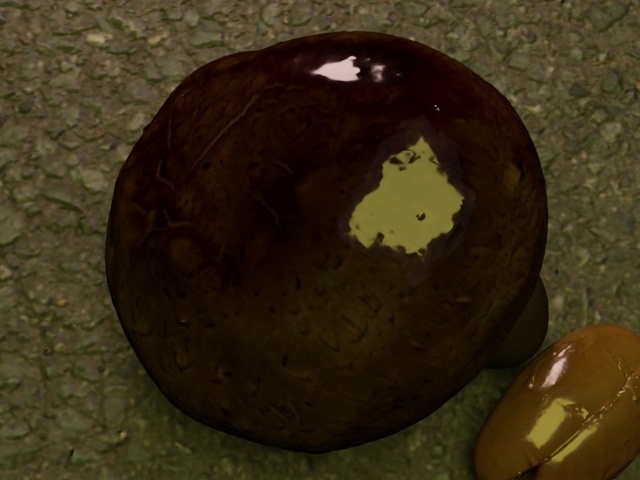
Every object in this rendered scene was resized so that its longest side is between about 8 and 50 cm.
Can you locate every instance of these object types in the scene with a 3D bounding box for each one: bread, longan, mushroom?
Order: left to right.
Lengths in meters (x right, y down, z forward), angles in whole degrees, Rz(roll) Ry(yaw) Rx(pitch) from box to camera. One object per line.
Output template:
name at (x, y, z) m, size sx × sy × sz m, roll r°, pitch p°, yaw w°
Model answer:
mushroom at (-0.013, -0.004, 0.773) m, size 0.239 × 0.345 × 0.345 m, roll 19°, pitch 68°, yaw -36°
longan at (0.144, 0.054, 0.847) m, size 0.119 × 0.106 × 0.106 m, roll -3°, pitch 66°, yaw -49°
bread at (0.206, 0.144, 0.821) m, size 0.189 × 0.077 × 0.114 m, roll -39°, pitch 101°, yaw -20°
